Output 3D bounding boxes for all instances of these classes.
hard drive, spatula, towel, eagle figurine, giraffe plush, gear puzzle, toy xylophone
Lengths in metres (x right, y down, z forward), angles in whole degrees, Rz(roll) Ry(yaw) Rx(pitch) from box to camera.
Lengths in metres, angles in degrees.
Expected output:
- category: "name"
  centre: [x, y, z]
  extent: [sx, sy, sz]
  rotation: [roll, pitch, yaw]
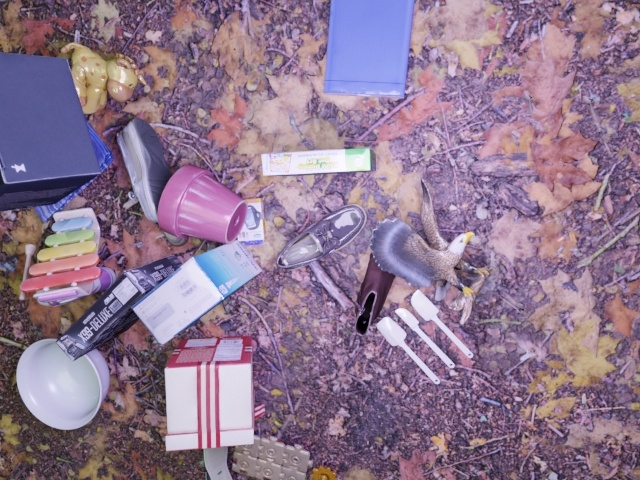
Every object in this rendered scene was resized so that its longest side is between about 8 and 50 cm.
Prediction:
- category: "hard drive"
  centre: [0.126, -0.536, 1.058]
  extent: [0.210, 0.040, 0.319]
  rotation: [6, 100, 9]
- category: "spatula"
  centre: [0.295, 0.279, 1.168]
  extent: [0.168, 0.019, 0.242]
  rotation: [-43, 90, 8]
- category: "towel"
  centre: [-0.814, -0.246, 1.273]
  extent: [0.335, 0.040, 0.243]
  rotation: [-37, 90, 13]
- category: "eagle figurine"
  centre: [0.284, 0.021, 1.023]
  extent: [0.298, 0.226, 0.225]
  rotation: [40, 109, 7]
- category: "giraffe plush"
  centre: [-0.582, -0.447, 1.141]
  extent: [0.170, 0.181, 0.211]
  rotation: [10, 118, -3]
- category: "gear puzzle"
  centre: [-0.106, 0.684, 1.287]
  extent: [0.338, 0.044, 0.176]
  rotation: [12, 108, 9]
- category: "toy xylophone"
  centre: [-0.748, 0.054, 1.190]
  extent: [0.236, 0.081, 0.323]
  rotation: [-16, 53, -13]

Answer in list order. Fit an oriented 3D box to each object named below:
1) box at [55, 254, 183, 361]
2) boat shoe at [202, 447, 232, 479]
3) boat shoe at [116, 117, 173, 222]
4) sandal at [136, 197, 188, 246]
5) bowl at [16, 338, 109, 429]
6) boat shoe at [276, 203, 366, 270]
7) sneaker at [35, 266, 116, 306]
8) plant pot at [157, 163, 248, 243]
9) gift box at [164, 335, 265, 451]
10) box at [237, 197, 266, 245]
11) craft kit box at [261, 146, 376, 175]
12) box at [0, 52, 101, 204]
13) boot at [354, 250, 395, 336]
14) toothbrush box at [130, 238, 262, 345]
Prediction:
- category: "box"
  centre: [-0.555, 0.184, 1.189]
  extent: [0.307, 0.242, 0.077]
  rotation: [-42, 90, 14]
- category: "boat shoe"
  centre: [-0.339, 0.702, 1.314]
  extent: [0.079, 0.083, 0.233]
  rotation: [-9, 92, 46]
- category: "boat shoe"
  centre: [-0.495, -0.187, 1.170]
  extent: [0.103, 0.118, 0.321]
  rotation: [-25, 79, 19]
- category: "sandal"
  centre: [-0.475, -0.076, 1.227]
  extent: [0.089, 0.060, 0.220]
  rotation: [-29, 93, 13]
- category: "bowl"
  centre: [-0.789, 0.430, 1.324]
  extent: [0.297, 0.134, 0.298]
  rotation: [2, 100, 10]
- category: "boat shoe"
  centre: [0.000, 0.000, 1.137]
  extent: [0.285, 0.092, 0.103]
  rotation: [-30, 92, 13]
- category: "sneaker"
  centre: [-0.797, 0.150, 1.270]
  extent: [0.281, 0.161, 0.102]
  rotation: [-19, 97, 14]
- category: "plant pot"
  centre: [-0.304, -0.082, 1.122]
  extent: [0.180, 0.201, 0.202]
  rotation: [22, 102, 7]
- category: "gift box"
  centre: [-0.290, 0.427, 1.182]
  extent: [0.254, 0.276, 0.259]
  rotation: [0, 95, -3]
- category: "box"
  centre: [-0.202, -0.053, 1.199]
  extent: [0.081, 0.028, 0.136]
  rotation: [-4, 96, 11]
- category: "craft kit box"
  centre: [0.010, -0.191, 1.027]
  extent: [0.246, 0.250, 0.061]
  rotation: [-4, 98, 12]
- category: "box"
  centre: [-0.780, -0.255, 1.067]
  extent: [0.395, 0.211, 0.294]
  rotation: [-10, 96, 42]
- category: "boot"
  centre: [0.152, 0.106, 1.067]
  extent: [0.090, 0.207, 0.249]
  rotation: [19, 101, 7]
- category: "toothbrush box"
  centre: [-0.312, 0.124, 1.109]
  extent: [0.216, 0.295, 0.126]
  rotation: [-37, 90, 14]
